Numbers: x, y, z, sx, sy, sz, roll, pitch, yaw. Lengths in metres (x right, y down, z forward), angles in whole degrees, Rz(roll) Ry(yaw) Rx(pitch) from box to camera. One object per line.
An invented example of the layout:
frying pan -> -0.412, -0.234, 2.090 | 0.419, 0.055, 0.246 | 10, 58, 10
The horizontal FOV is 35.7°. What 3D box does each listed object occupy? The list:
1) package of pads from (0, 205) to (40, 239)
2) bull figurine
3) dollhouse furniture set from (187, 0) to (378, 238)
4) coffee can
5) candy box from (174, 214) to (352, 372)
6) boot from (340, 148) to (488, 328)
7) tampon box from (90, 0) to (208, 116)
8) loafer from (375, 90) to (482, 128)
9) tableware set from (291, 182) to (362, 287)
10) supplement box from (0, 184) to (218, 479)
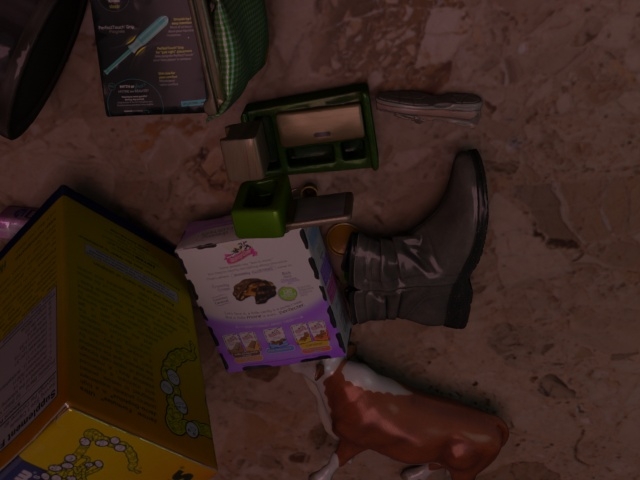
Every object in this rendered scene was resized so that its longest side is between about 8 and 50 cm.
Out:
package of pads -> -0.364, -0.020, 1.253 | 0.083, 0.050, 0.032 | 7, 115, 2
bull figurine -> 0.088, 0.250, 1.318 | 0.310, 0.101, 0.188 | 20, 118, -3
dollhouse furniture set -> -0.034, -0.179, 1.066 | 0.151, 0.197, 0.301 | -6, 118, 9
coffee can -> -0.416, -0.256, 1.066 | 0.275, 0.201, 0.201 | 25, 114, -6
candy box -> -0.066, 0.060, 1.236 | 0.165, 0.070, 0.196 | -9, 121, 16
boot -> 0.110, 0.005, 1.205 | 0.161, 0.083, 0.246 | 4, 117, -4
tampon box -> -0.181, -0.231, 1.114 | 0.120, 0.101, 0.161 | -1, 114, 4
loafer -> 0.126, -0.150, 1.162 | 0.125, 0.045, 0.039 | 2, 121, 0
tableware set -> 0.000, 0.000, 1.250 | 0.104, 0.024, 0.154 | -16, 112, 11
supplement box -> -0.268, 0.144, 1.131 | 0.195, 0.356, 0.194 | 33, 115, -34
